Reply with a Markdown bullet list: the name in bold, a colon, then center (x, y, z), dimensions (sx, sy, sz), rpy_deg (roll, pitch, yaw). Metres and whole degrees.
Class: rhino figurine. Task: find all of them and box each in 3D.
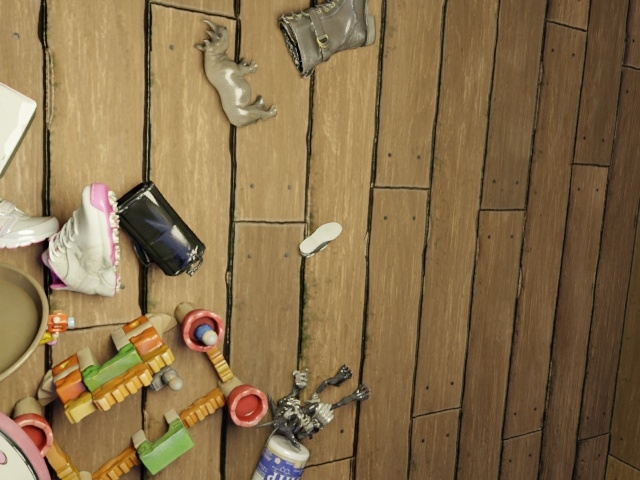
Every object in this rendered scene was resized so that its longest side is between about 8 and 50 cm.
- **rhino figurine**: center (-0.192, -0.358, 1.184), dimensions (0.106, 0.073, 0.243), rpy_deg (-34, 110, -23)

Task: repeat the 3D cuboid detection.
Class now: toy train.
- **toy train**: center (-0.564, 0.167, 1.056), dimensions (0.167, 0.125, 0.046), rpy_deg (-5, 62, -24)

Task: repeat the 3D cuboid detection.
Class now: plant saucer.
- **plant saucer**: center (-0.624, 0.155, 0.960), dimensions (0.278, 0.277, 0.041), rpy_deg (-19, 147, -25)

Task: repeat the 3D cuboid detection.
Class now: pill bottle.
- **pill bottle**: center (-0.111, 0.591, 1.355), dimensions (0.112, 0.112, 0.186), rpy_deg (23, 87, -29)

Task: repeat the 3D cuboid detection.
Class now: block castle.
- **block castle**: center (-0.363, 0.353, 1.125), dimensions (0.453, 0.213, 0.302), rpy_deg (-31, 111, -20)

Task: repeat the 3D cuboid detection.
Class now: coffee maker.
- **coffee maker**: center (-0.321, -0.026, 1.110), dimensions (0.120, 0.171, 0.178), rpy_deg (-52, 120, -29)

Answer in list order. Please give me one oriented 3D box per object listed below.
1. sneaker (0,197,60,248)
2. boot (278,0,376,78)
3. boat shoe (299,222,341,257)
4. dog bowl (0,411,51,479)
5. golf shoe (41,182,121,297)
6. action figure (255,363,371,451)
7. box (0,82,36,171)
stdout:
- **sneaker**: center (-0.609, -0.049, 0.993), dimensions (0.253, 0.103, 0.111), rpy_deg (4, 98, -29)
- **boot**: center (0.007, -0.528, 1.253), dimensions (0.229, 0.091, 0.262), rpy_deg (-26, 111, -23)
- **boat shoe**: center (0.000, 0.000, 1.363), dimensions (0.125, 0.038, 0.046), rpy_deg (-38, 72, -24)
- **dog bowl**: center (-0.648, 0.437, 0.926), dimensions (0.409, 0.150, 0.407), rpy_deg (3, 108, 11)
- **golf shoe**: center (-0.441, 0.012, 1.011), dimensions (0.140, 0.115, 0.306), rpy_deg (0, 142, -21)
- **action figure**: center (-0.022, 0.396, 1.348), dimensions (0.276, 0.164, 0.140), rpy_deg (-21, 145, -29)
- **box**: center (-0.569, -0.191, 0.917), dimensions (0.127, 0.232, 0.148), rpy_deg (28, 84, -28)
